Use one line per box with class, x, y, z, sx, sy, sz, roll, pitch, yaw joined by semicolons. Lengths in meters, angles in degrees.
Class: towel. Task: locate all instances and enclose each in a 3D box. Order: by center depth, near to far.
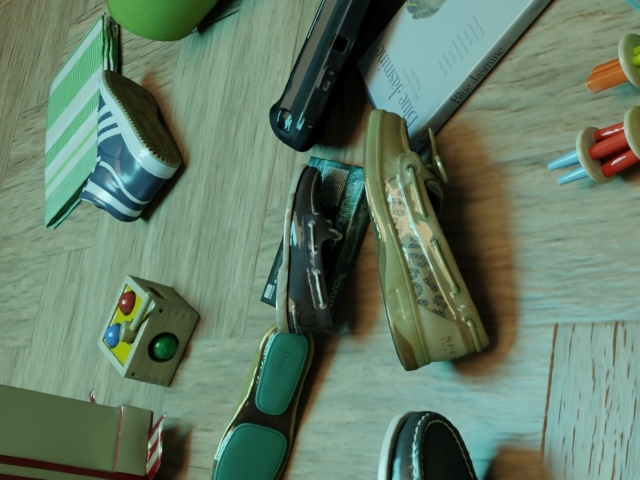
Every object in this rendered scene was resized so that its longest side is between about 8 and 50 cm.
towel;-0.426;-0.216;1.927;0.248;0.038;0.325;-38;48;39

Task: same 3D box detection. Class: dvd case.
dvd case;0.138;-0.230;1.177;0.253;0.022;0.180;-50;40;28

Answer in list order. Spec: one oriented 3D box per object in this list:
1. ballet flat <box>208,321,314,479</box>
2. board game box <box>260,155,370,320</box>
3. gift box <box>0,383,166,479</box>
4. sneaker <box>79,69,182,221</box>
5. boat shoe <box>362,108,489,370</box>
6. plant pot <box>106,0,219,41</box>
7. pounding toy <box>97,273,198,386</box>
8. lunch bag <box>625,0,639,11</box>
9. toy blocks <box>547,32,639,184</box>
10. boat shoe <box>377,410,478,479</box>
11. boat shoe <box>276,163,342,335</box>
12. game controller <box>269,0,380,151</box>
ballet flat;-0.063;0.199;1.220;0.073;0.080;0.232;-154;86;-83
board game box;0.000;0.000;1.251;0.126;0.026;0.186;19;90;55
gift box;-0.351;0.305;1.380;0.255;0.258;0.276;-16;61;49
sneaker;-0.317;-0.145;1.688;0.153;0.099;0.282;-53;41;20
boat shoe;0.100;-0.009;1.075;0.089;0.104;0.285;-12;63;9
plant pot;-0.212;-0.447;1.582;0.275;0.275;0.293;-107;33;-41
pounding toy;-0.237;0.115;1.452;0.141;0.100;0.130;34;103;54
lunch bag;0.329;-0.307;0.852;0.279;0.108;0.224;-46;33;12
toy blocks;0.259;-0.115;0.930;0.148;0.054;0.123;-24;57;47
boat shoe;0.124;0.279;0.886;0.091;0.114;0.302;-31;63;44
boat shoe;-0.007;0.009;1.199;0.065;0.075;0.206;2;63;9
game controller;0.023;-0.261;1.307;0.166;0.067;0.319;-125;59;-78
